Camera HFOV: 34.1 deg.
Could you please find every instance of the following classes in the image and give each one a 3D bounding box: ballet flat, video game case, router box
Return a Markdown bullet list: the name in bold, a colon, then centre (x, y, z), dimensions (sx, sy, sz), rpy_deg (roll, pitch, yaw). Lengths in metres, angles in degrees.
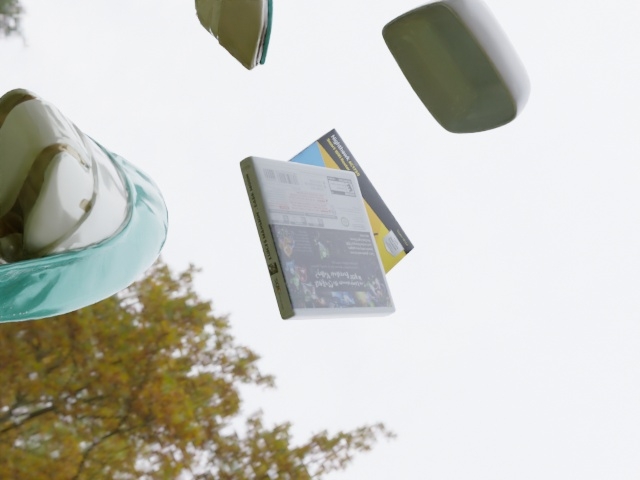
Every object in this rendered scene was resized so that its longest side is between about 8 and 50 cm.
- **ballet flat**: centre (-0.135, -0.012, 0.375), dimensions (0.087, 0.247, 0.083), rpy_deg (-46, -111, 37)
- **video game case**: centre (0.000, 0.000, 1.116), dimensions (0.022, 0.190, 0.173), rpy_deg (-26, -107, 32)
- **ballet flat**: centre (-0.082, -0.232, 0.992), dimensions (0.086, 0.248, 0.086), rpy_deg (0, -58, 0)
- **router box**: centre (0.016, -0.026, 1.239), dimensions (0.046, 0.133, 0.179), rpy_deg (-25, -78, 50)

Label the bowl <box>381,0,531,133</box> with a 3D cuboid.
- **bowl**: centre (0.140, -0.177, 1.022), dimensions (0.142, 0.053, 0.142), rpy_deg (55, -21, -14)
